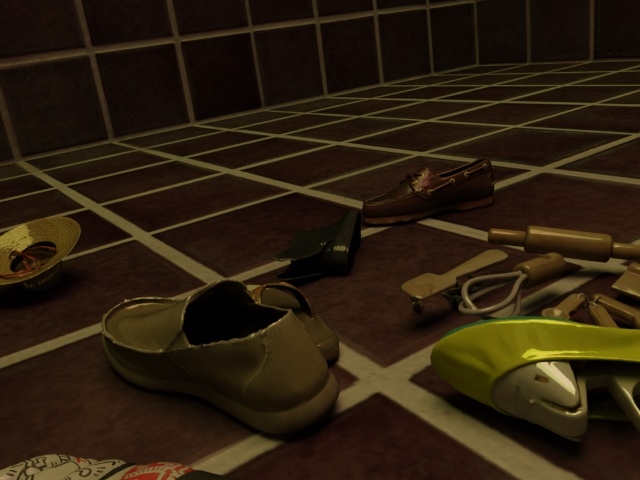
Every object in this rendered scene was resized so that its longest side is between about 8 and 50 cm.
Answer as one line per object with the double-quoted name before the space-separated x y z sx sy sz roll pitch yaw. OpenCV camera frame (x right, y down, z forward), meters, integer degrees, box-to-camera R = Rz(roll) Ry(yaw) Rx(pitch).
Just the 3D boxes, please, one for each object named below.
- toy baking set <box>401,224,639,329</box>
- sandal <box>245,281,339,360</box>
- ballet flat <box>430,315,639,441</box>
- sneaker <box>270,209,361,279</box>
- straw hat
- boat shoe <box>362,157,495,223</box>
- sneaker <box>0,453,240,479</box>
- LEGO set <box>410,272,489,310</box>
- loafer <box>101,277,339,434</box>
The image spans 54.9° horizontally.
"toy baking set" 0.216 0.032 0.581 0.256 0.030 0.197 10 26 19
"sandal" -0.041 0.069 0.605 0.072 0.049 0.180 -17 21 -26
"ballet flat" 0.189 0.096 0.411 0.230 0.077 0.077 -1 36 13
"sneaker" 0.000 0.002 0.778 0.089 0.051 0.170 1 24 11
"straw hat" -0.379 0.034 0.826 0.144 0.061 0.144 -8 36 6
"boat shoe" 0.158 -0.076 0.912 0.206 0.073 0.073 -13 21 -11
"sneaker" -0.152 0.187 0.254 0.144 0.090 0.270 0 17 25
"LEGO set" 0.133 0.057 0.625 0.083 0.024 0.054 -16 13 19
"loafer" -0.098 0.079 0.533 0.268 0.092 0.102 7 24 37
